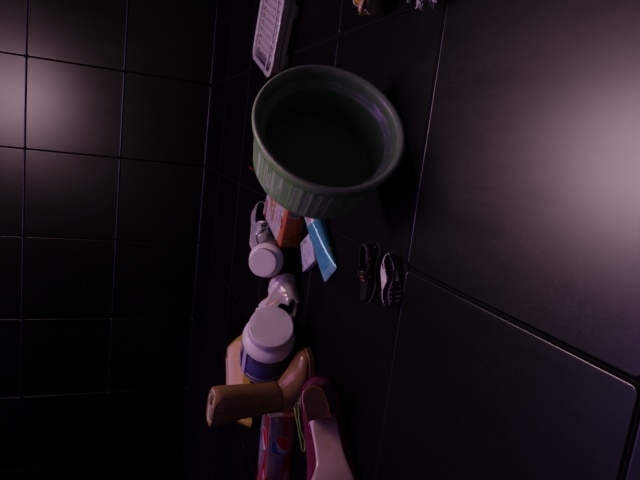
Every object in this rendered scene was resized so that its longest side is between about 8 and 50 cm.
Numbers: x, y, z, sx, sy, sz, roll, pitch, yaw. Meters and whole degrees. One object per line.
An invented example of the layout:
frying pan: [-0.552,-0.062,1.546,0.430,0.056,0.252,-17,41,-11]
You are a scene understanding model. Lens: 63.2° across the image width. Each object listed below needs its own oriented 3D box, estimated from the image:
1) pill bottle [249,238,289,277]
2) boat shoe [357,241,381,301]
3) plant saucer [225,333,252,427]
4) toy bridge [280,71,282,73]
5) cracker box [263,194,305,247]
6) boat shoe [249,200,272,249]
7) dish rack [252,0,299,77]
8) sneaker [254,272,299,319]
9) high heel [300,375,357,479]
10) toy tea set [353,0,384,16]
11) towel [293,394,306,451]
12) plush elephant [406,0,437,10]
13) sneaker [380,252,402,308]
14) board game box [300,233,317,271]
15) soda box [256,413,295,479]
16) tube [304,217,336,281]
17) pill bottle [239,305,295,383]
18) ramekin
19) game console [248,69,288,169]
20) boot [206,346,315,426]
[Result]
pill bottle: [-0.160,0.056,1.587,0.180,0.108,0.108,-56,-28,-82]
boat shoe: [0.098,0.068,1.122,0.049,0.042,0.133,-150,63,-63]
plant saucer: [-0.312,0.531,1.951,0.333,0.081,0.333,120,146,-68]
toy bridge: [-0.124,-0.475,1.752,0.063,0.026,0.188,136,133,-60]
cracker box: [-0.113,-0.100,1.626,0.232,0.067,0.156,-122,41,-55]
boat shoe: [-0.210,-0.044,1.843,0.081,0.079,0.228,112,154,-48]
dish rack: [-0.157,-0.737,1.805,0.333,0.072,0.286,-120,38,-53]
sneaker: [-0.132,0.226,1.606,0.262,0.099,0.121,111,147,-40]
high heel: [0.026,0.512,1.220,0.181,0.127,0.377,52,-148,-79]
toy tea set: [0.043,-0.569,1.001,0.124,0.336,0.200,28,111,20]
towel: [-0.035,0.452,1.321,0.152,0.023,0.113,-11,-90,-82]
plush elephant: [0.142,-0.501,0.768,0.255,0.271,0.330,-65,-29,-57]
sneaker: [0.139,0.081,1.034,0.044,0.040,0.109,130,144,-81]
board game box: [-0.030,0.032,1.469,0.090,0.020,0.090,133,135,-59]
soda box: [-0.136,0.638,1.573,0.092,0.083,0.263,-158,72,-68]
tube: [0.000,0.000,1.368,0.080,0.052,0.207,118,142,-56]
pill bottle: [-0.156,0.307,1.520,0.265,0.153,0.153,107,156,-54]
ramekin: [0.004,-0.191,1.058,0.148,0.303,0.303,117,148,-61]
game console: [-0.099,-0.336,1.572,0.342,0.060,0.386,-66,30,10]
boot: [-0.160,0.401,1.413,0.089,0.269,0.236,-128,45,-56]
